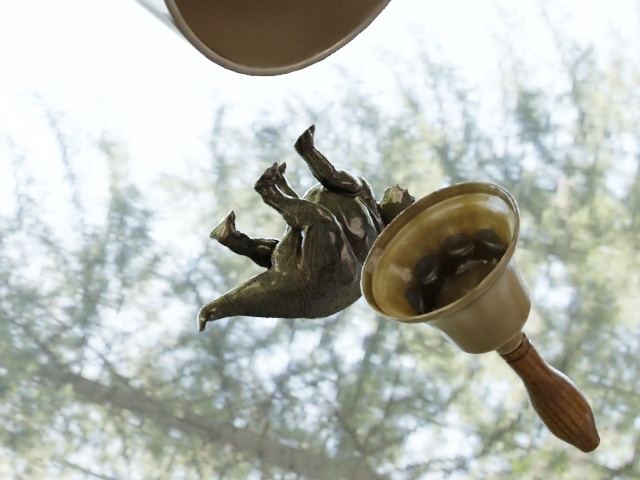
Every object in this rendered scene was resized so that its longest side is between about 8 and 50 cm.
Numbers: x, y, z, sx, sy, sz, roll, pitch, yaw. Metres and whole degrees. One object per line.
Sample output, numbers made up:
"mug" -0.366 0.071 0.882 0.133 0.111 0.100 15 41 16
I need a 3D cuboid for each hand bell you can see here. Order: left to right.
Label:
"hand bell" 0.144 0.083 1.119 0.126 0.126 0.242 -54 -53 -22

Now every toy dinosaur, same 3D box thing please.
"toy dinosaur" 0.000 0.000 1.403 0.160 0.121 0.313 42 -144 0

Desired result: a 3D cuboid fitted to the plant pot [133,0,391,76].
"plant pot" -0.096 -0.270 0.932 0.256 0.274 0.257 -33 -41 -35
